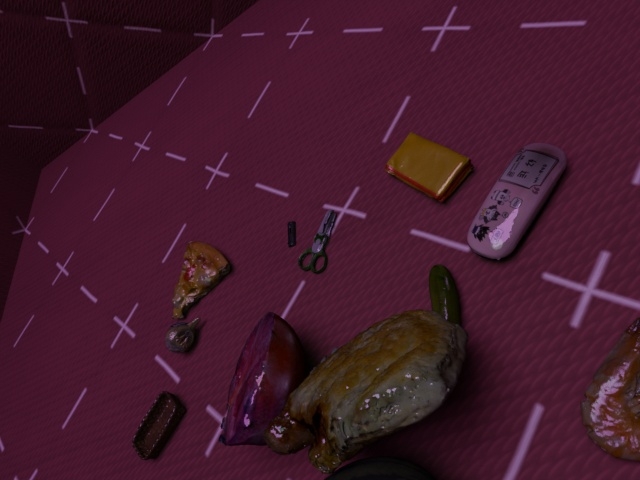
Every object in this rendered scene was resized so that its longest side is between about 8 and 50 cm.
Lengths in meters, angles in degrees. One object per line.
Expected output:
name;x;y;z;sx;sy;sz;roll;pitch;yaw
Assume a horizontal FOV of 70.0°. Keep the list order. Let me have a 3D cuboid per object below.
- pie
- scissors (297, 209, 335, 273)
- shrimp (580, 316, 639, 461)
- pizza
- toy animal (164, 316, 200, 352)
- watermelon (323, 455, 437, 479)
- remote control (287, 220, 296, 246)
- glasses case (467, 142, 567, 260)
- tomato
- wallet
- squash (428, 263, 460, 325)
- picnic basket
pie;0.121;0.286;0.922;0.418;0.395;0.180;-37;89;39
scissors;0.000;0.000;1.395;0.101;0.027;0.205;11;74;36
shrimp;0.582;0.250;0.817;0.154;0.062;0.294;25;83;29
pizza;-0.446;0.144;1.603;0.279;0.075;0.288;13;73;41
toy animal;-0.456;0.307;1.513;0.098;0.098;0.137;14;57;40
watermelon;0.108;0.550;0.834;0.359;0.279;0.279;-32;50;11
remote control;-0.096;-0.022;1.485;0.034;0.016;0.091;-18;56;21
glasses case;0.462;-0.094;1.082;0.122;0.075;0.314;31;85;39
tomato;-0.111;0.348;1.133;0.335;0.176;0.290;-109;42;-72
wallet;0.297;-0.203;1.279;0.141;0.067;0.241;-52;43;6
squash;0.291;0.169;1.064;0.069;0.069;0.258;-15;58;29
picnic basket;-0.498;0.570;1.411;0.110;0.055;0.193;27;82;41
